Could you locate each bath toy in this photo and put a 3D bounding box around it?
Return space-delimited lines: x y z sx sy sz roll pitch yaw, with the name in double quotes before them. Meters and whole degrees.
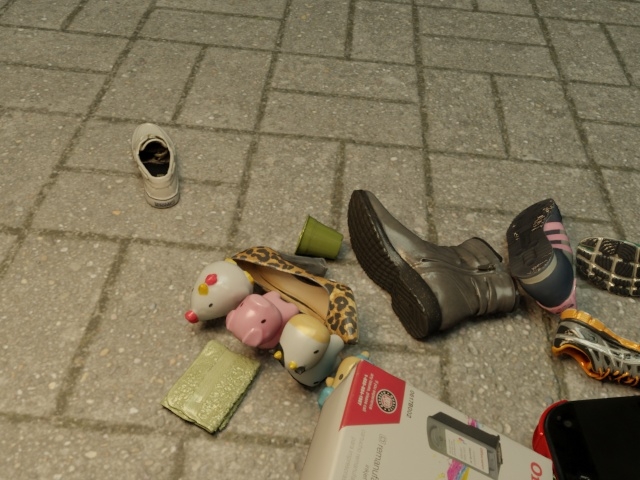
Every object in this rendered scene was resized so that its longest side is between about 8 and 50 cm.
"bath toy" -0.084 0.146 1.092 0.348 0.151 0.129 31 52 28

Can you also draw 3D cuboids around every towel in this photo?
"towel" -0.170 0.228 1.080 0.110 0.027 0.148 22 46 16

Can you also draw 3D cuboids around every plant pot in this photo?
"plant pot" 0.000 0.000 1.311 0.079 0.083 0.083 19 44 -4

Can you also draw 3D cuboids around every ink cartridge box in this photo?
"ink cartridge box" 0.133 0.325 0.856 0.306 0.131 0.226 27 38 -5

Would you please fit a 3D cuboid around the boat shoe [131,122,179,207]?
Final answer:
"boat shoe" -0.355 -0.184 1.450 0.096 0.088 0.267 -6 45 -12

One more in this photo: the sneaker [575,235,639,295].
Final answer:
"sneaker" 0.629 0.050 1.323 0.275 0.107 0.110 14 24 2

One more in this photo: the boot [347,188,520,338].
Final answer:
"boot" 0.205 0.026 1.289 0.223 0.118 0.338 -14 58 -23

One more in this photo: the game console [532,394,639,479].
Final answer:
"game console" 0.481 0.362 0.875 0.342 0.060 0.386 -4 40 2

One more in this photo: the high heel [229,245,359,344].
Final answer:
"high heel" -0.048 0.096 1.156 0.186 0.093 0.261 7 26 -24

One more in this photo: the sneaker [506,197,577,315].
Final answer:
"sneaker" 0.436 0.030 1.319 0.131 0.112 0.319 51 32 -13

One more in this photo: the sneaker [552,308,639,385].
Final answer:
"sneaker" 0.492 0.204 1.149 0.215 0.084 0.083 31 70 23
